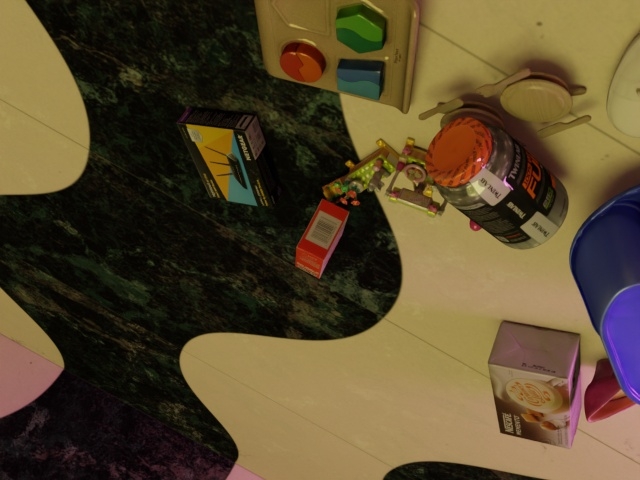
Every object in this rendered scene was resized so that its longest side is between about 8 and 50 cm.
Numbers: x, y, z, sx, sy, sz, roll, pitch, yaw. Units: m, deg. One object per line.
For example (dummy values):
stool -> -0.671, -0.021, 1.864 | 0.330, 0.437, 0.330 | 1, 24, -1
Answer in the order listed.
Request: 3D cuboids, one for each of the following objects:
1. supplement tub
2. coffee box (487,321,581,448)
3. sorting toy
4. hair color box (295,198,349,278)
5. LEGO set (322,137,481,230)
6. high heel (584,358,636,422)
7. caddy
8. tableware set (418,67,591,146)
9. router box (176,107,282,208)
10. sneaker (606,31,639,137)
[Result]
supplement tub -> 0.230, -0.075, 1.002 | 0.117, 0.117, 0.190 | -13, 146, 44
coffee box -> 0.396, 0.268, 1.395 | 0.141, 0.098, 0.247 | 9, 142, 26
sorting toy -> 0.012, -0.279, 0.948 | 0.229, 0.041, 0.307 | 20, 155, 12
hair color box -> 0.000, 0.000, 1.275 | 0.053, 0.093, 0.167 | 26, 167, 4
LEGO set -> 0.107, -0.071, 1.141 | 0.287, 0.107, 0.132 | 7, 141, 28
high heel -> 0.540, 0.236, 1.235 | 0.244, 0.117, 0.082 | -16, 126, 46
caddy -> 0.475, 0.068, 1.013 | 0.241, 0.179, 0.341 | -18, 128, 19
tableware set -> 0.237, -0.171, 0.978 | 0.128, 0.039, 0.194 | 27, 155, -28
router box -> -0.150, -0.137, 1.286 | 0.133, 0.046, 0.179 | 10, 143, 25
sneaker -> 0.388, -0.182, 0.786 | 0.105, 0.123, 0.290 | 27, 148, -2
